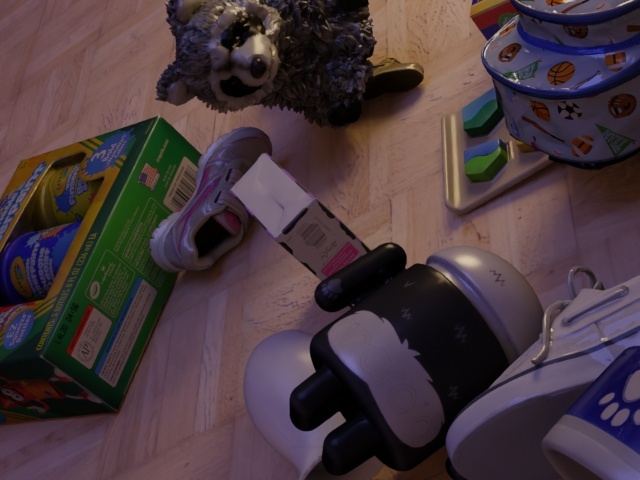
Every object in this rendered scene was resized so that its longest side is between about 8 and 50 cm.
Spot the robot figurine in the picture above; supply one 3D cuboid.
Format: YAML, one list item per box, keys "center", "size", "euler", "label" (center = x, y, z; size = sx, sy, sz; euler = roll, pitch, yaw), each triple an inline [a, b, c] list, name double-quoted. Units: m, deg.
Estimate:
- center: [0.101, 0.125, 1.328]
  size: [0.278, 0.209, 0.173]
  euler: [-35, 23, -13]
  label: "robot figurine"

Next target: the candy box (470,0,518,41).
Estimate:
- center: [0.347, -0.407, 1.691]
  size: [0.268, 0.122, 0.317]
  euler: [-20, 43, 35]
  label: "candy box"

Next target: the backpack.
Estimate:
- center: [0.316, -0.210, 1.411]
  size: [0.263, 0.213, 0.276]
  euler: [-43, 31, -13]
  label: "backpack"

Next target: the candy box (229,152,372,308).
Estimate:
- center: [0.000, 0.000, 1.581]
  size: [0.070, 0.196, 0.165]
  euler: [-47, 32, 1]
  label: "candy box"

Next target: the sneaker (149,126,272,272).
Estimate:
- center: [-0.139, -0.051, 1.898]
  size: [0.111, 0.103, 0.252]
  euler: [22, 78, 51]
  label: "sneaker"

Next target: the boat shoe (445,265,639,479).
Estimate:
- center: [0.273, 0.093, 1.232]
  size: [0.367, 0.136, 0.156]
  euler: [-33, 35, 15]
  label: "boat shoe"

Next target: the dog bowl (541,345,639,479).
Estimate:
- center: [0.298, 0.202, 0.966]
  size: [0.104, 0.265, 0.265]
  euler: [-48, 33, -7]
  label: "dog bowl"

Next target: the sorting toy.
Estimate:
- center: [0.239, -0.145, 1.611]
  size: [0.208, 0.038, 0.193]
  euler: [-27, 37, 27]
  label: "sorting toy"

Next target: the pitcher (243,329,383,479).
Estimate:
- center: [0.013, 0.188, 1.459]
  size: [0.177, 0.125, 0.207]
  euler: [-25, 44, -4]
  label: "pitcher"

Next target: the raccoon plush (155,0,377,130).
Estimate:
- center: [-0.113, -0.265, 1.888]
  size: [0.446, 0.299, 0.216]
  euler: [-179, 89, -73]
  label: "raccoon plush"

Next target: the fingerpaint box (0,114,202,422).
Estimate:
- center: [-0.401, 0.050, 2.015]
  size: [0.371, 0.163, 0.445]
  euler: [-11, 47, 42]
  label: "fingerpaint box"

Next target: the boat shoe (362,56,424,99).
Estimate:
- center: [0.097, -0.241, 1.863]
  size: [0.135, 0.050, 0.045]
  euler: [-7, 55, 45]
  label: "boat shoe"
